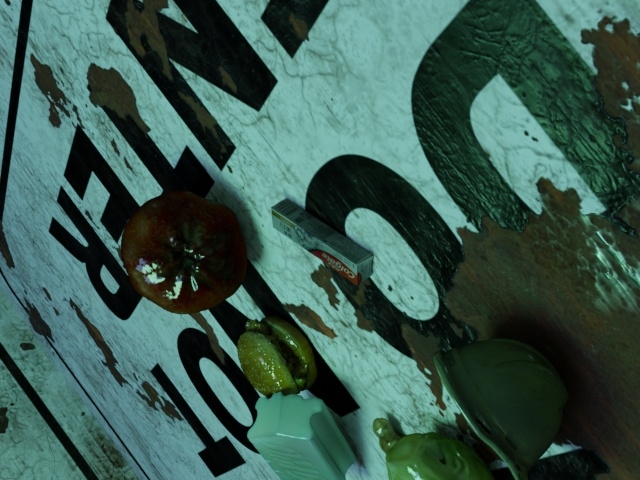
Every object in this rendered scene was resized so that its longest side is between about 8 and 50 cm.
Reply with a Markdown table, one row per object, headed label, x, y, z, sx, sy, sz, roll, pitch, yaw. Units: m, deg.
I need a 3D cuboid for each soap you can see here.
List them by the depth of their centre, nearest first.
| label | x | y | z | sx | sy | sz | roll | pitch | yaw |
| --- | --- | --- | --- | --- | --- | --- | --- | --- | --- |
| soap | -0.043 | 0.426 | 1.900 | 0.173 | 0.095 | 0.289 | 5 | 146 | 23 |

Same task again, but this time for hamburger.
| label | x | y | z | sx | sy | sz | roll | pitch | yaw |
| --- | --- | --- | --- | --- | --- | --- | --- | --- | --- |
| hamburger | -0.100 | 0.248 | 1.908 | 0.182 | 0.118 | 0.191 | -21 | 98 | 56 |

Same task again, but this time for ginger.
| label | x | y | z | sx | sy | sz | roll | pitch | yaw |
| --- | --- | --- | --- | --- | --- | --- | --- | --- | --- |
| ginger | 0.184 | 0.436 | 1.754 | 0.176 | 0.052 | 0.193 | 12 | 132 | 48 |

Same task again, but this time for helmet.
| label | x | y | z | sx | sy | sz | roll | pitch | yaw |
| --- | --- | --- | --- | --- | --- | --- | --- | --- | --- |
| helmet | 0.289 | 0.232 | 1.314 | 0.257 | 0.137 | 0.204 | 51 | -168 | -27 |

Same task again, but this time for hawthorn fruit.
| label | x | y | z | sx | sy | sz | roll | pitch | yaw |
| --- | --- | --- | --- | --- | --- | --- | --- | --- | --- |
| hawthorn fruit | -0.279 | 0.012 | 1.843 | 0.254 | 0.254 | 0.300 | 65 | 176 | -17 |

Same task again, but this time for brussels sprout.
| label | x | y | z | sx | sy | sz | roll | pitch | yaw |
| --- | --- | --- | --- | --- | --- | --- | --- | --- | --- |
| brussels sprout | 0.211 | 0.446 | 1.609 | 0.223 | 0.161 | 0.223 | 39 | 143 | 38 |

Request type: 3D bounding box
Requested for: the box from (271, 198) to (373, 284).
| label | x | y | z | sx | sy | sz | roll | pitch | yaw |
| --- | --- | --- | --- | --- | --- | --- | --- | --- | --- |
| box | 0.000 | 0.000 | 1.587 | 0.218 | 0.040 | 0.055 | 35 | 143 | 32 |
